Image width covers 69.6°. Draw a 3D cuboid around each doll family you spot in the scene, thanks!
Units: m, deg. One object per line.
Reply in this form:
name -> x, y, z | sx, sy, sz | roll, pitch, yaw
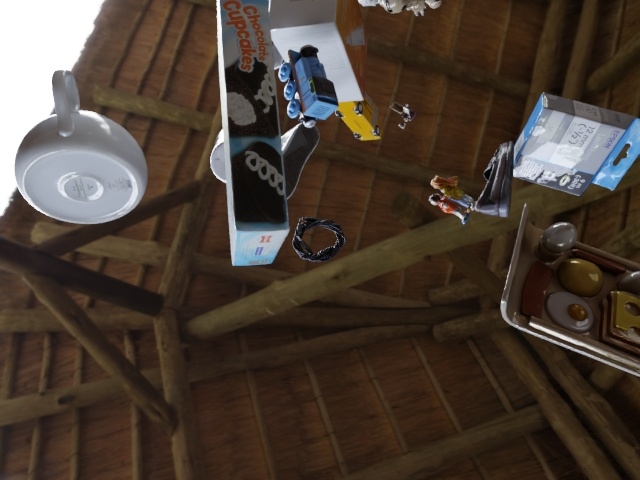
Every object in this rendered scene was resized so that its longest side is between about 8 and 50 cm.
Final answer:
doll family -> 0.440, -0.154, 1.542 | 0.163, 0.263, 0.118 | 34, -77, 9

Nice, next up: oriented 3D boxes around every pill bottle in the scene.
pill bottle -> -0.304, -0.324, 1.664 | 0.161, 0.161, 0.283 | -43, -155, 16

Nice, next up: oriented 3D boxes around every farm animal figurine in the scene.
farm animal figurine -> 0.346, -0.893, 1.649 | 0.327, 0.172, 0.330 | -25, -151, -19

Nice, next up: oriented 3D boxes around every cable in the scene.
cable -> 0.000, 0.000, 1.588 | 0.047, 0.185, 0.150 | 158, -59, -71

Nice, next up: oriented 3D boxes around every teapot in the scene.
teapot -> -0.479, -0.173, 0.932 | 0.256, 0.253, 0.187 | -34, -127, 22

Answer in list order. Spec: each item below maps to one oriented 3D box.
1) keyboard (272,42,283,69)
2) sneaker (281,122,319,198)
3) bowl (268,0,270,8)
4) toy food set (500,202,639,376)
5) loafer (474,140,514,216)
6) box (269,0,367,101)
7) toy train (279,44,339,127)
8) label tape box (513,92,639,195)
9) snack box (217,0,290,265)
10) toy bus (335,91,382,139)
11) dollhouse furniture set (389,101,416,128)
keyboard -> -0.111, -0.639, 1.411 | 0.072, 0.014, 0.255 | 5, -102, 45
sneaker -> -0.113, -0.189, 1.250 | 0.290, 0.106, 0.123 | -55, -155, -16
bowl -> -0.127, -0.778, 1.536 | 0.170, 0.170, 0.080 | -5, -81, 39
toy food set -> 0.456, 0.073, 0.738 | 0.306, 0.092, 0.219 | 22, -125, 11
loafer -> 0.525, -0.193, 1.378 | 0.095, 0.109, 0.302 | 2, -132, 25
box -> 0.008, -0.540, 1.205 | 0.169, 0.345, 0.214 | 1, -102, 16
toy train -> -0.027, -0.341, 1.007 | 0.105, 0.080, 0.184 | -30, -114, 43
label tape box -> 0.798, -0.277, 1.416 | 0.348, 0.249, 0.115 | 19, -135, 8
snack box -> -0.090, -0.143, 0.568 | 0.187, 0.060, 0.321 | 131, -46, -73
toy bus -> 0.155, -0.550, 1.940 | 0.108, 0.333, 0.130 | 1, -108, 32
dollhouse furniture set -> 0.320, -0.536, 1.896 | 0.114, 0.081, 0.091 | 39, -94, 28
